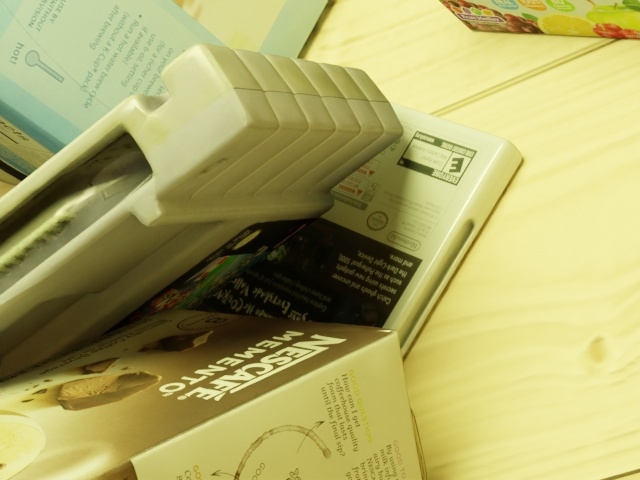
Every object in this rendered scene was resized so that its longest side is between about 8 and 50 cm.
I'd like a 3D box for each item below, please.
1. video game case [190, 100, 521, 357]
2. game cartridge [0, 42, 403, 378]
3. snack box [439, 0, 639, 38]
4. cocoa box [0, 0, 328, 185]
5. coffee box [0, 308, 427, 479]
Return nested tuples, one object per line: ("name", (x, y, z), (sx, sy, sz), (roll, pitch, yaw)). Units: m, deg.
("video game case", (0.000, 0.000, 0.966), (0.190, 0.022, 0.173), (24, 79, 48))
("game cartridge", (-0.133, 0.030, 0.891), (0.355, 0.230, 0.068), (-36, 76, 18))
("snack box", (0.107, -0.145, 0.907), (0.141, 0.100, 0.037), (10, 69, 47))
("cocoa box", (-0.130, -0.215, 1.078), (0.228, 0.231, 0.347), (17, 75, 47))
("coffee box", (-0.110, 0.132, 0.766), (0.168, 0.297, 0.119), (2, 108, 45))
